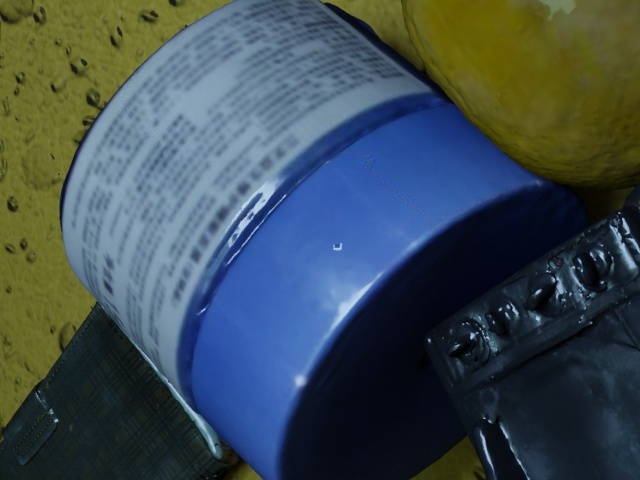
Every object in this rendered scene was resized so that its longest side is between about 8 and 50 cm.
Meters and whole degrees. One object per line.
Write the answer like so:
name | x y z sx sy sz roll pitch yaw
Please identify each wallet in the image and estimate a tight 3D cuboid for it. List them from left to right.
wallet | -0.182 0.190 1.457 0.169 0.044 0.317 52 130 17

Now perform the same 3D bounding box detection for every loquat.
loquat | 0.145 -0.133 0.982 0.208 0.208 0.208 10 106 41

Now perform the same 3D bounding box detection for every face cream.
face cream | 0.000 0.000 1.110 0.225 0.249 0.249 45 125 28

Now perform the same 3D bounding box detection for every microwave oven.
microwave oven | 0.202 0.104 0.988 0.178 0.188 0.247 -37 74 40
